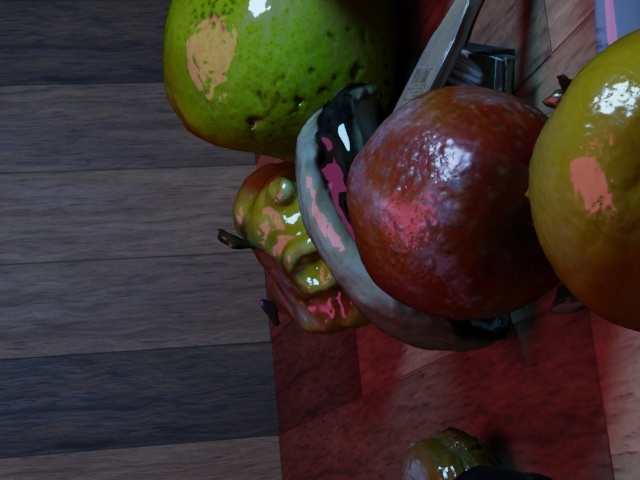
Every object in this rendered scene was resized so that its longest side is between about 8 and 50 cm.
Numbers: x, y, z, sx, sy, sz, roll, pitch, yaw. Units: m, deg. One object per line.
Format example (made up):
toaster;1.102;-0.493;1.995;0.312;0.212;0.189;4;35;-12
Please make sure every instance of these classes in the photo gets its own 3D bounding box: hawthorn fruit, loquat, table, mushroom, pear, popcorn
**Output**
hawthorn fruit;0.137;-0.035;1.099;0.231;0.235;0.263;54;-172;8
loquat;0.236;-0.039;0.751;0.208;0.208;0.208;177;90;-78
table;0.182;-0.145;1.298;0.175;0.062;0.146;-149;56;-61
mushroom;0.079;-0.013;1.323;0.344;0.130;0.247;59;-157;-1
pear;-0.057;-0.307;1.717;0.391;0.391;0.391;177;90;-78
popcorn;0.000;0.000;1.804;0.297;0.281;0.316;54;177;9

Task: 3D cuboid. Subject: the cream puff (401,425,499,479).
cream puff;0.166;0.309;1.375;0.150;0.115;0.165;172;105;-71

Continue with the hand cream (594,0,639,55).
hand cream;0.260;-0.172;0.977;0.079;0.048;0.255;-129;33;-79

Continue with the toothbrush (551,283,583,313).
toothbrush;0.269;0.036;1.028;0.294;0.026;0.028;137;145;-75

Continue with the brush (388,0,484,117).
brush;0.159;-0.220;1.213;0.328;0.065;0.070;-64;19;3

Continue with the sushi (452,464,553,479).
sushi;0.158;0.390;1.032;0.294;0.281;0.299;92;162;-52
